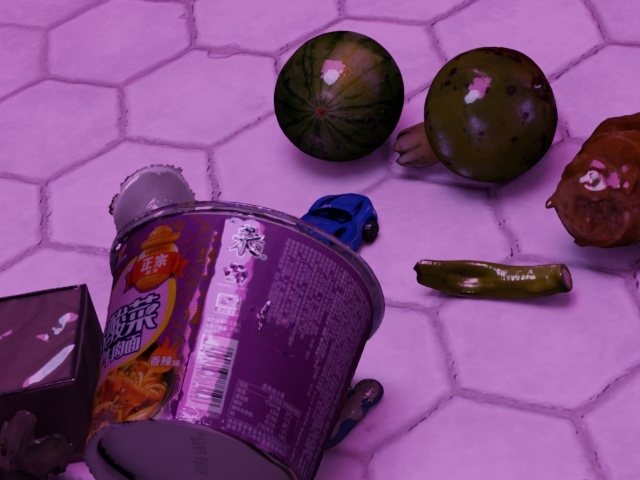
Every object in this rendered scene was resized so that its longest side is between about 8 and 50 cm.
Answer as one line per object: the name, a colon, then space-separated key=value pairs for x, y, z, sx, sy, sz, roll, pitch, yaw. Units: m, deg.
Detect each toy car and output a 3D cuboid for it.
toy car: x=0.000 y=0.000 z=1.976 sx=0.103 sy=0.063 sz=0.216 roll=15 pitch=48 yaw=29

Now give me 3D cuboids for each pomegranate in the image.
pomegranate: x=0.212 y=-0.165 z=2.040 sx=0.248 sy=0.202 sz=0.202 roll=-20 pitch=32 yaw=34

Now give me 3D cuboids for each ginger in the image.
ginger: x=0.482 y=-0.081 z=1.894 sx=0.357 sy=0.152 sz=0.274 roll=1 pitch=22 yaw=18

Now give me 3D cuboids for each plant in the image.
plant: x=-0.373 y=0.291 z=1.672 sx=0.131 sy=0.142 sz=0.203 roll=31 pitch=76 yaw=19

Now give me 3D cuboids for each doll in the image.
doll: x=0.031 y=0.209 z=1.760 sx=0.037 sy=0.027 sz=0.125 roll=28 pitch=54 yaw=28

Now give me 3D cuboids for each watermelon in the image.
watermelon: x=0.031 y=-0.209 z=2.120 sx=0.188 sy=0.188 sz=0.214 roll=5 pitch=18 yaw=18

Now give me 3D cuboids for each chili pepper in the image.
chili pepper: x=0.221 y=0.049 z=1.878 sx=0.201 sy=0.052 sz=0.050 roll=2 pitch=13 yaw=18

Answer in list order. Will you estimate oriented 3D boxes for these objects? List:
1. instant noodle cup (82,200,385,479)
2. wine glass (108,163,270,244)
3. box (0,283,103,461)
instant noodle cup: x=-0.110 y=0.159 z=1.658 sx=0.339 sy=0.340 sz=0.266 roll=2 pitch=54 yaw=15
wine glass: x=-0.141 y=0.002 z=1.905 sx=0.143 sy=0.143 sz=0.321 roll=-34 pitch=33 yaw=-24
box: x=-0.393 y=0.176 z=1.804 sx=0.252 sy=0.153 sz=0.188 roll=-7 pitch=42 yaw=3
